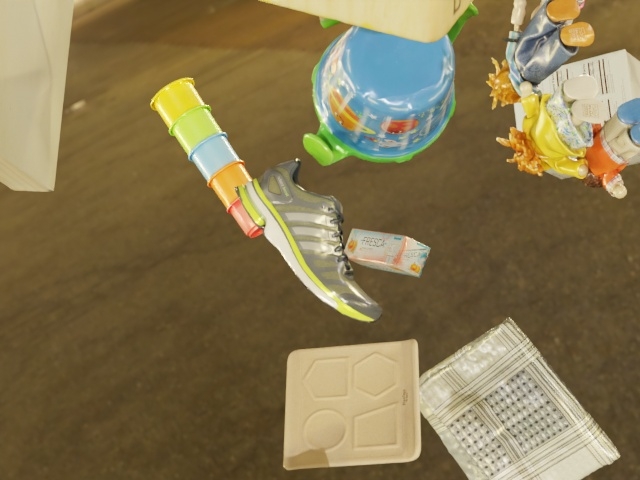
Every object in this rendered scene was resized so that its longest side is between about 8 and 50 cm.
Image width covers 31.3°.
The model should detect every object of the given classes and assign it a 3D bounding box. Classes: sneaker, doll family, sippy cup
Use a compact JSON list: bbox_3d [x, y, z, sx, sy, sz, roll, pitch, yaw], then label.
[{"bbox_3d":[0.000,0.000,1.748,0.121,0.300,0.111,-41,-6,4],"label":"sneaker"},{"bbox_3d":[0.226,-0.157,1.145,0.118,0.263,0.163,-10,-15,-14],"label":"doll family"},{"bbox_3d":[0.109,-0.253,1.768,0.240,0.306,0.224,9,-7,-3],"label":"sippy cup"}]

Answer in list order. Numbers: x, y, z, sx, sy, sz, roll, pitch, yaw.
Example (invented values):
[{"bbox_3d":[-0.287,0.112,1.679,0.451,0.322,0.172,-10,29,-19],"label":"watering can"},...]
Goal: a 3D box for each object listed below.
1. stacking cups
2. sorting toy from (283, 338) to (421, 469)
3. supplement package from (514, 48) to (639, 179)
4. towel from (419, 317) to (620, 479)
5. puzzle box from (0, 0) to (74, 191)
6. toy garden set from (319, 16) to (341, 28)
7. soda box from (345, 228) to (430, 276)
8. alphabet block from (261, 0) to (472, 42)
[{"bbox_3d":[-0.197,-0.144,2.106,0.096,0.316,0.096,-31,-10,-6],"label":"stacking cups"},{"bbox_3d":[0.047,0.244,1.693,0.208,0.038,0.193,-8,56,14],"label":"sorting toy"},{"bbox_3d":[0.462,-0.208,1.948,0.203,0.149,0.194,-11,-14,32],"label":"supplement package"},{"bbox_3d":[0.332,0.332,2.073,0.056,0.312,0.324,-33,-8,-44],"label":"towel"},{"bbox_3d":[-0.329,-0.279,1.207,0.052,0.409,0.272,2,-12,8],"label":"puzzle box"},{"bbox_3d":[0.058,-0.535,2.052,0.203,0.244,0.049,-20,-13,20],"label":"toy garden set"},{"bbox_3d":[0.116,0.021,2.053,0.183,0.063,0.058,11,77,60],"label":"soda box"},{"bbox_3d":[0.058,-0.317,0.990,0.192,0.197,0.193,19,47,24],"label":"alphabet block"}]
